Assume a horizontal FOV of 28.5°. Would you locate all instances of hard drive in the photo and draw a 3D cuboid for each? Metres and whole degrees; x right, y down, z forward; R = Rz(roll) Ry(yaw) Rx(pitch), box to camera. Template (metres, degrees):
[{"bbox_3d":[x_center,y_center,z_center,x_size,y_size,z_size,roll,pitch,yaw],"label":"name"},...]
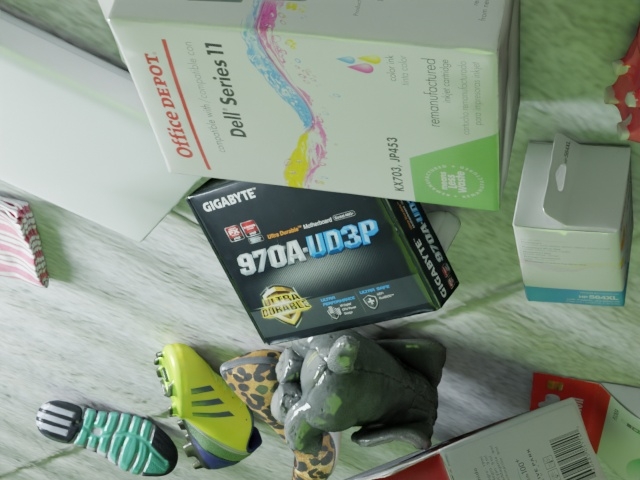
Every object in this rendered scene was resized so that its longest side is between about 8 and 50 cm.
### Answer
[{"bbox_3d":[-0.288,-0.125,1.198,0.353,0.047,0.233,25,149,-17],"label":"hard drive"}]

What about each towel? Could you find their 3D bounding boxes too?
[{"bbox_3d":[-0.400,-0.003,1.474,0.144,0.029,0.197,13,151,4],"label":"towel"}]

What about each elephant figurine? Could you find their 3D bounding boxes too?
[{"bbox_3d":[0.078,0.179,1.474,0.239,0.169,0.186,17,-164,-21],"label":"elephant figurine"}]

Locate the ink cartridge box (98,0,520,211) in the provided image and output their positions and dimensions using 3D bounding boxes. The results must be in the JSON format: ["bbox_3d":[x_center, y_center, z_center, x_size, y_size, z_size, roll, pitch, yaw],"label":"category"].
[{"bbox_3d":[-0.028,-0.140,0.979,0.353,0.119,0.207,7,150,13],"label":"ink cartridge box"}]

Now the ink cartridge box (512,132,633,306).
[{"bbox_3d":[0.223,-0.018,1.101,0.090,0.092,0.143,4,149,18],"label":"ink cartridge box"}]

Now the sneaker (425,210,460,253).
[{"bbox_3d":[0.048,0.009,1.253,0.094,0.080,0.212,39,146,-16],"label":"sneaker"}]

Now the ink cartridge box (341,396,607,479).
[{"bbox_3d":[0.139,0.315,1.516,0.272,0.130,0.309,-15,169,-29],"label":"ink cartridge box"}]

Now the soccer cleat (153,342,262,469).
[{"bbox_3d":[-0.145,0.214,1.698,0.121,0.093,0.289,-18,143,-4],"label":"soccer cleat"}]

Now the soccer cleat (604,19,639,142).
[{"bbox_3d":[0.269,-0.155,0.877,0.095,0.083,0.248,-8,148,-8],"label":"soccer cleat"}]

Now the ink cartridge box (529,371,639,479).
[{"bbox_3d":[0.360,0.234,1.511,0.225,0.056,0.181,7,149,11],"label":"ink cartridge box"}]

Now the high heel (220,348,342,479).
[{"bbox_3d":[-0.059,0.237,1.651,0.186,0.093,0.261,13,135,-9],"label":"high heel"}]

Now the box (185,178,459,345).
[{"bbox_3d":[0.000,0.000,1.193,0.220,0.051,0.175,-14,110,38],"label":"box"}]

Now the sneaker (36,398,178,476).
[{"bbox_3d":[-0.324,0.292,1.921,0.224,0.083,0.098,25,172,-13],"label":"sneaker"}]
